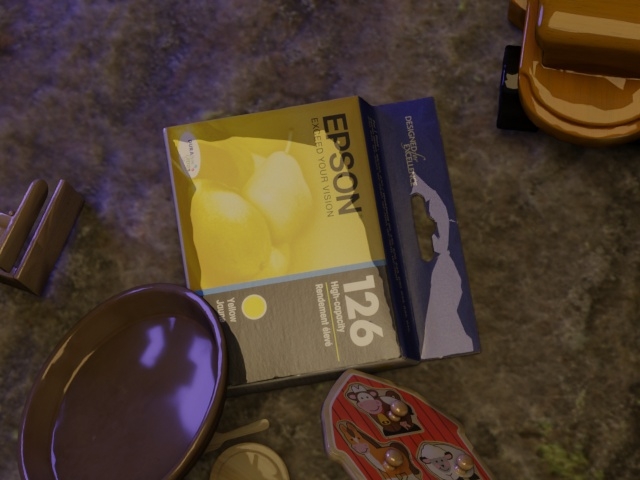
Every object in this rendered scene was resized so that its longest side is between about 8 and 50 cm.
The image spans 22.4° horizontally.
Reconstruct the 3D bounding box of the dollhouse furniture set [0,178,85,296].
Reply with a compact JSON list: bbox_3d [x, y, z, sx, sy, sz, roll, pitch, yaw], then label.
[{"bbox_3d":[-0.375,-0.038,1.789,0.151,0.144,0.123,18,74,22],"label":"dollhouse furniture set"}]

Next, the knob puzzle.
[{"bbox_3d":[0.083,0.198,1.666,0.213,0.213,0.030,35,123,10],"label":"knob puzzle"}]

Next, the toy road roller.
[{"bbox_3d":[0.305,-0.261,1.724,0.202,0.240,0.330,8,78,5],"label":"toy road roller"}]

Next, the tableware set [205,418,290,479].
[{"bbox_3d":[-0.125,0.274,1.744,0.194,0.039,0.128,-17,89,6],"label":"tableware set"}]

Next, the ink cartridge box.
[{"bbox_3d":[0.000,0.000,1.779,0.307,0.072,0.304,-11,77,3],"label":"ink cartridge box"}]

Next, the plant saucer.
[{"bbox_3d":[-0.203,0.174,1.703,0.277,0.041,0.278,-20,50,26],"label":"plant saucer"}]
